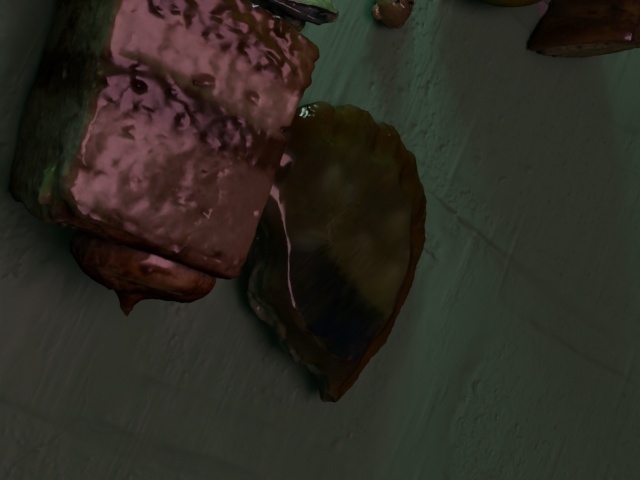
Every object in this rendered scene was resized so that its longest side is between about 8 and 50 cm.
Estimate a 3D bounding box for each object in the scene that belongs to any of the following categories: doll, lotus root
[{"bbox_3d":[0.086,-0.296,1.063,0.062,0.051,0.093,21,54,-38],"label":"doll"},{"bbox_3d":[0.380,-0.301,1.246,0.159,0.135,0.095,-17,106,-50],"label":"lotus root"}]

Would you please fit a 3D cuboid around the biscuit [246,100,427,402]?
[{"bbox_3d":[0.000,0.000,1.005,0.335,0.078,0.329,28,75,-40],"label":"biscuit"}]

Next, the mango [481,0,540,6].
[{"bbox_3d":[0.249,-0.361,1.144,0.237,0.091,0.137,-33,112,-26],"label":"mango"}]

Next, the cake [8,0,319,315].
[{"bbox_3d":[-0.158,-0.083,0.797,0.199,0.196,0.292,20,88,-37],"label":"cake"}]

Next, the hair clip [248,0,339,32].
[{"bbox_3d":[-0.130,-0.271,0.841,0.321,0.138,0.091,26,109,-36],"label":"hair clip"}]
